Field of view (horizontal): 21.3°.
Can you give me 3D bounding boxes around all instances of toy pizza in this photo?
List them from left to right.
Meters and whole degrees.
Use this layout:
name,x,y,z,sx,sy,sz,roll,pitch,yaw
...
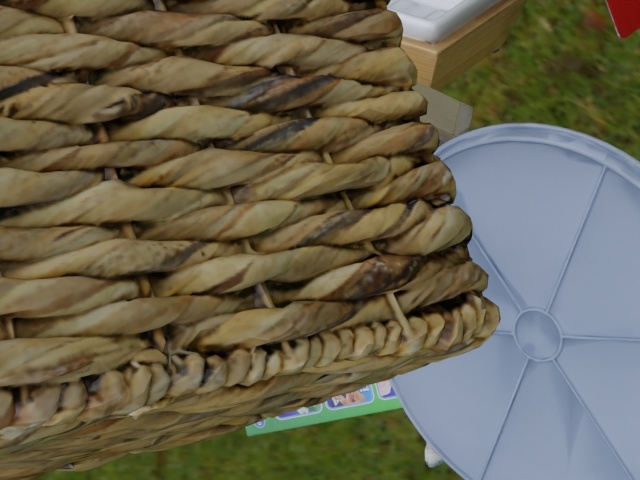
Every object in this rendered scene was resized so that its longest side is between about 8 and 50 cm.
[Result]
name,x,y,z,sx,sy,sz,roll,pitch,yaw
toy pizza,0.111,0.040,0.808,0.201,0.032,0.201,14,115,34

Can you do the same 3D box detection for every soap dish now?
name,x,y,z,sx,sy,sz,roll,pitch,yaw
soap dish,0.087,-0.293,2.165,0.291,0.229,0.118,20,128,30

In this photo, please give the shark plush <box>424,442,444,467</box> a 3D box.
name,x,y,z,sx,sy,sz,roll,pitch,yaw
shark plush,0.175,0.196,1.885,0.073,0.161,0.067,9,112,41

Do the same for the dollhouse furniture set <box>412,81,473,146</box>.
name,x,y,z,sx,sy,sz,roll,pitch,yaw
dollhouse furniture set,0.001,-0.070,0.773,0.161,0.182,0.101,-39,32,59

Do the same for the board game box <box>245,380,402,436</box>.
name,x,y,z,sx,sy,sz,roll,pitch,yaw
board game box,0.000,0.000,1.501,0.213,0.046,0.317,-13,96,17

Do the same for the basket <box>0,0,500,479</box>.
name,x,y,z,sx,sy,sz,roll,pitch,yaw
basket,-0.130,-0.034,0.505,0.213,0.299,0.223,-23,80,43

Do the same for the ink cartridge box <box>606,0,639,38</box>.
name,x,y,z,sx,sy,sz,roll,pitch,yaw
ink cartridge box,0.405,-0.347,1.702,0.272,0.309,0.130,-36,46,-3
